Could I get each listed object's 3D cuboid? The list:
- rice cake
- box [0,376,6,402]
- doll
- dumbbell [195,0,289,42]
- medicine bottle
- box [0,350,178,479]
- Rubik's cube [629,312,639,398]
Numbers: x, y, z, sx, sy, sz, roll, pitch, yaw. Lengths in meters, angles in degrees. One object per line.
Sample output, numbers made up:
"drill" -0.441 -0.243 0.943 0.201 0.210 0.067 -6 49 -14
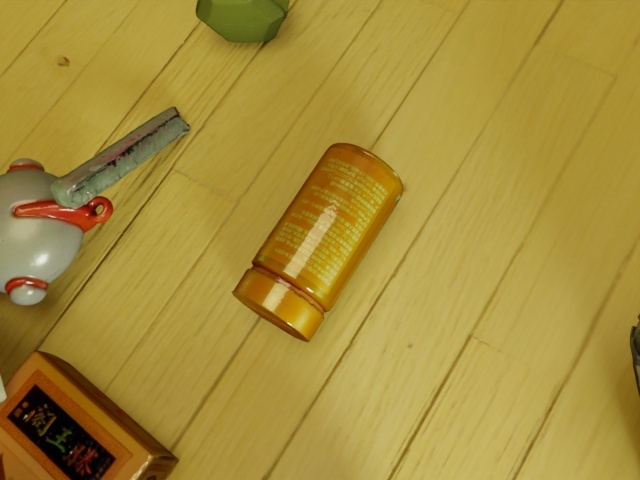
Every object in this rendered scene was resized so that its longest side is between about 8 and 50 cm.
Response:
"rice cake" -0.216 -0.097 0.742 0.033 0.033 0.207 16 40 23
"box" -0.441 0.113 0.653 0.269 0.079 0.135 -5 101 28
"doll" -0.385 0.003 0.747 0.336 0.105 0.199 -16 66 11
"dumbbell" -0.079 -0.400 0.846 0.121 0.108 0.302 5 69 11
"medicine bottle" 0.000 0.000 0.683 0.096 0.096 0.192 29 77 18
"box" -0.294 0.269 0.636 0.174 0.076 0.274 34 77 18
"Rubik's cube" 0.390 0.163 0.425 0.259 0.255 0.260 -17 110 1
